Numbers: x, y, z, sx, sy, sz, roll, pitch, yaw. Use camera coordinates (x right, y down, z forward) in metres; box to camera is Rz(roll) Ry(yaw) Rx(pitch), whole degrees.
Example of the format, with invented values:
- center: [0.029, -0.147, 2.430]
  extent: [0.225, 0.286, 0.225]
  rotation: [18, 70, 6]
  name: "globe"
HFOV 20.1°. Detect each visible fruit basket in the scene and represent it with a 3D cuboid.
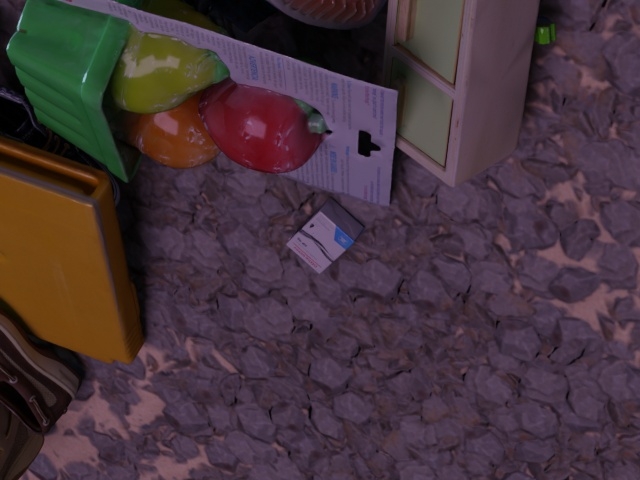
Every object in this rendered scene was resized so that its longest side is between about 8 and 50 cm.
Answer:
- center: [-0.096, -0.143, 1.664]
  extent: [0.353, 0.165, 0.327]
  rotation: [13, 164, 5]
  name: "fruit basket"

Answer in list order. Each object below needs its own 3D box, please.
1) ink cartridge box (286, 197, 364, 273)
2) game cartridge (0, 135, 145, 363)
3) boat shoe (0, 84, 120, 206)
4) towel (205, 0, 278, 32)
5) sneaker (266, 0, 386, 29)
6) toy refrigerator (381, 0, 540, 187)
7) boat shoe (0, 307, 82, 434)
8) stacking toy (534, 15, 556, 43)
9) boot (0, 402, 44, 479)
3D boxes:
- center: [0.000, 0.000, 1.837]
  extent: [0.048, 0.028, 0.083]
  rotation: [42, 133, -5]
  name: "ink cartridge box"
- center: [-0.337, -0.002, 1.953]
  extent: [0.285, 0.053, 0.324]
  rotation: [19, 149, 15]
  name: "game cartridge"
- center: [-0.290, -0.092, 1.879]
  extent: [0.183, 0.065, 0.083]
  rotation: [35, 168, 3]
  name: "boat shoe"
- center: [-0.111, -0.358, 1.568]
  extent: [0.370, 0.040, 0.271]
  rotation: [39, 135, -26]
  name: "towel"
- center: [-0.076, -0.276, 1.554]
  extent: [0.302, 0.121, 0.108]
  rotation: [23, 97, -32]
  name: "sneaker"
- center: [0.118, -0.184, 1.552]
  extent: [0.102, 0.094, 0.269]
  rotation: [39, 146, 30]
  name: "toy refrigerator"
- center: [-0.382, 0.133, 2.043]
  extent: [0.257, 0.095, 0.095]
  rotation: [40, 152, -29]
  name: "boat shoe"
- center: [0.247, -0.245, 1.510]
  extent: [0.221, 0.052, 0.167]
  rotation: [6, 124, 27]
  name: "stacking toy"
- center: [-0.434, 0.226, 2.086]
  extent: [0.095, 0.262, 0.203]
  rotation: [-13, 115, 28]
  name: "boot"
